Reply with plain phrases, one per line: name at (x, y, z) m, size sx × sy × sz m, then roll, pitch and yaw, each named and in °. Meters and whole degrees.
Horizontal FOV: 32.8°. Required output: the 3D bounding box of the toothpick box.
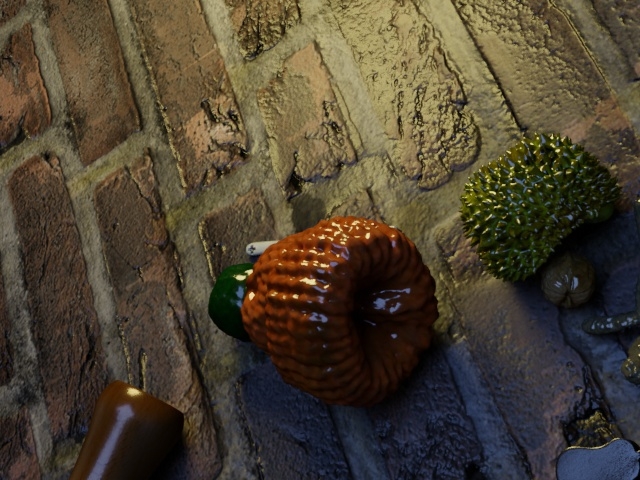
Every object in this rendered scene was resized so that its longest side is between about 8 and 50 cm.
toothpick box at (-0.352, 0.391, 1.806) m, size 0.192 × 0.192 × 0.294 m, roll 15°, pitch 71°, yaw 34°

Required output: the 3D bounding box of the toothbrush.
toothbrush at (-0.001, -0.001, 1.862) m, size 0.304 × 0.030 × 0.030 m, roll -6°, pitch 66°, yaw 28°

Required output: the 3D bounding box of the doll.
doll at (0.488, 0.074, 1.516) m, size 0.203 × 0.091 × 0.286 m, roll 22°, pitch 71°, yaw 25°

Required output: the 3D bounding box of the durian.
durian at (0.311, -0.057, 1.608) m, size 0.237 × 0.200 × 0.176 m, roll -39°, pitch 82°, yaw 22°

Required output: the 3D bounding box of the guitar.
guitar at (0.449, 0.286, 1.464) m, size 0.271 × 0.038 × 0.084 m, roll -24°, pitch 60°, yaw 20°

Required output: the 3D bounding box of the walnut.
walnut at (0.362, 0.058, 1.590) m, size 0.079 × 0.082 × 0.096 m, roll -4°, pitch 25°, yaw 11°

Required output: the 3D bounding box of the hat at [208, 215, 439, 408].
hat at (-0.008, 0.082, 1.726) m, size 0.400 × 0.285 × 0.285 m, roll 23°, pitch 81°, yaw 55°
